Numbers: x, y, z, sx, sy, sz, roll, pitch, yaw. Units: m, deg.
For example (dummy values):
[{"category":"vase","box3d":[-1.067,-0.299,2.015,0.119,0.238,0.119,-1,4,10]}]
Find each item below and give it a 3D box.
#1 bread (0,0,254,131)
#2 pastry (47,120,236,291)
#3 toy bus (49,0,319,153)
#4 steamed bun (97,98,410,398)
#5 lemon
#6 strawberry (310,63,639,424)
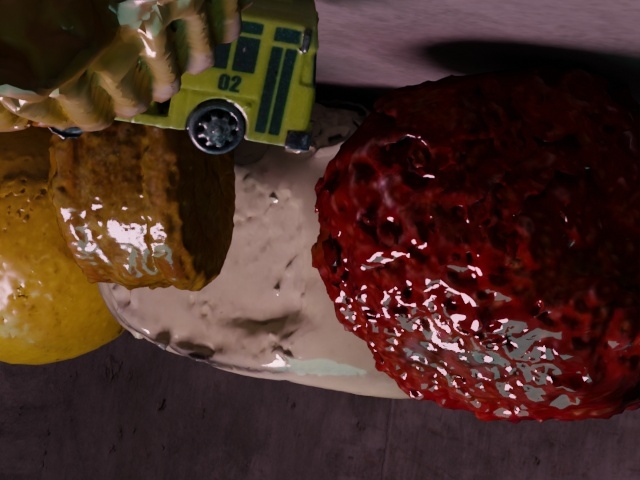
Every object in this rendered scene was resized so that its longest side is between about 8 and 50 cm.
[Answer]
[{"category":"bread","box3d":[-0.133,-0.118,0.438,0.250,0.179,0.133,7,180,-2]},{"category":"pastry","box3d":[-0.124,-0.057,1.162,0.103,0.188,0.189,0,174,12]},{"category":"toy bus","box3d":[-0.086,-0.110,0.904,0.175,0.101,0.088,8,-156,-11]},{"category":"steamed bun","box3d":[0.000,0.000,1.367,0.334,0.233,0.312,13,-178,24]},{"category":"lemon","box3d":[-0.295,0.001,1.663,0.258,0.258,0.310,4,179,38]},{"category":"strawberry","box3d":[0.142,0.014,1.085,0.274,0.274,0.220,10,-156,-34]}]
